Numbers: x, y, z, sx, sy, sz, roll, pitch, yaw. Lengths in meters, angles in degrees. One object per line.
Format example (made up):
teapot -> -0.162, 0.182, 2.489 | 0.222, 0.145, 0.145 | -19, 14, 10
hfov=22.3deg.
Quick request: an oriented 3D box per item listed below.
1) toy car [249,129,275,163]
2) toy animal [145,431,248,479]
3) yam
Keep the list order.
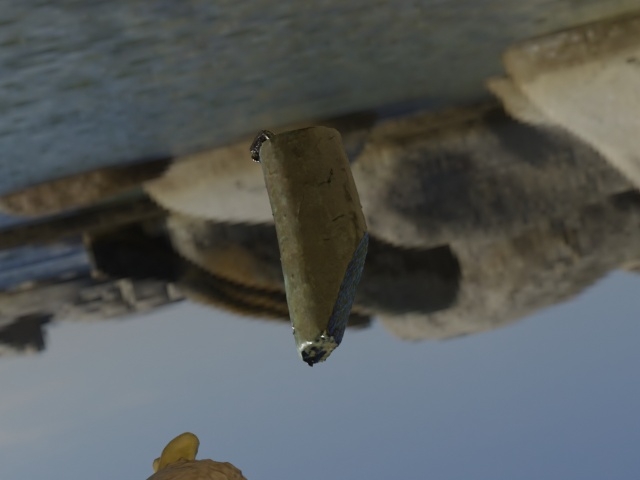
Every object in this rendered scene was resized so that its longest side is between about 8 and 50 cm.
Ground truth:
toy car -> -0.054, -0.101, 2.044 | 0.025, 0.093, 0.041 | 0, 130, -49
toy animal -> -0.124, 0.321, 1.408 | 0.226, 0.188, 0.358 | -45, 163, -41
yam -> 0.000, 0.000, 1.707 | 0.106, 0.259, 0.106 | -10, 152, -5
